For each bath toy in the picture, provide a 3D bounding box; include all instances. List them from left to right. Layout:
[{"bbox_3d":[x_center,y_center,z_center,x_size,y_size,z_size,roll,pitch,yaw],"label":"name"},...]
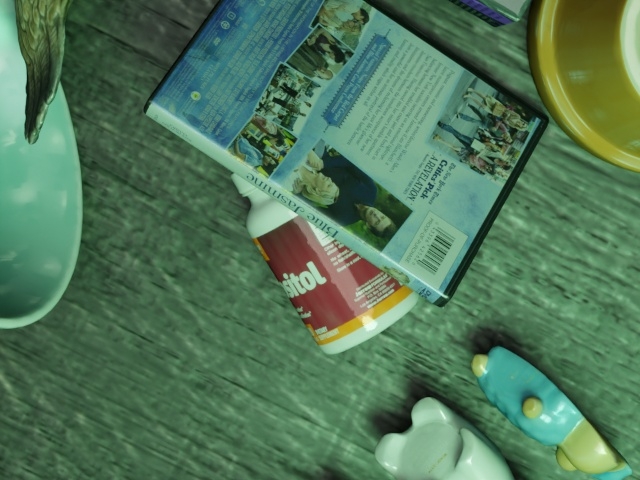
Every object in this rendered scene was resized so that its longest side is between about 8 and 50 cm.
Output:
[{"bbox_3d":[0.065,0.245,1.275,0.348,0.151,0.129,-42,135,4],"label":"bath toy"}]

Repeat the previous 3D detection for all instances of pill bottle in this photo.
[{"bbox_3d":[0.000,0.000,1.262,0.086,0.086,0.152,-31,94,4],"label":"pill bottle"}]

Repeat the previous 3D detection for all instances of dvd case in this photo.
[{"bbox_3d":[0.024,-0.090,1.238,0.253,0.022,0.180,33,61,-3],"label":"dvd case"}]

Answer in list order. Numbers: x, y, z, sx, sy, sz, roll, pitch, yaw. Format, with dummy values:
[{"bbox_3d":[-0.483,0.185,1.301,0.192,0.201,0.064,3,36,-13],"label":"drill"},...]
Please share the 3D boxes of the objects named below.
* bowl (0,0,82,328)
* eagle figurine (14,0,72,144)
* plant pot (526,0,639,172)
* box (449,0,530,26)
[{"bbox_3d":[-0.310,-0.070,1.172,0.163,0.311,0.311,-18,96,19],"label":"bowl"},{"bbox_3d":[-0.173,-0.249,1.150,0.226,0.225,0.298,44,79,-12],"label":"eagle figurine"},{"bbox_3d":[0.256,-0.142,1.193,0.205,0.188,0.205,0,96,0],"label":"plant pot"},{"bbox_3d":[0.134,-0.298,1.188,0.143,0.165,0.270,30,95,-3],"label":"box"}]
